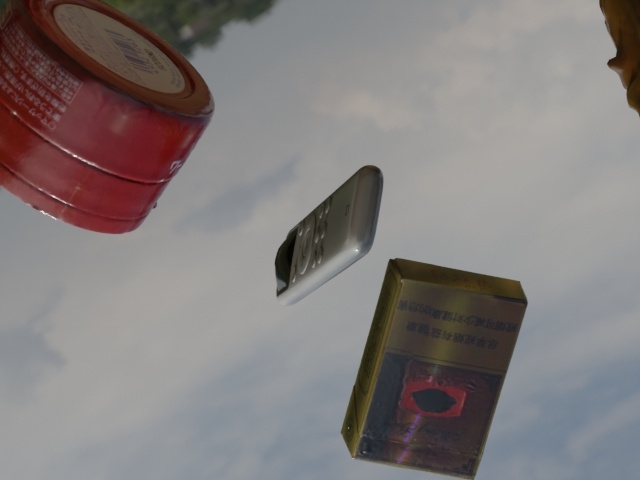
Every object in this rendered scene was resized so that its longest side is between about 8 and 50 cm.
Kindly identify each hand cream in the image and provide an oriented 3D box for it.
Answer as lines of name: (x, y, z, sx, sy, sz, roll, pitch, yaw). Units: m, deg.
hand cream: (-0.191, -0.108, 1.344, 0.125, 0.193, 0.193, -54, 180, 21)

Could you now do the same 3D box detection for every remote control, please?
remote control: (0.000, 0.000, 1.293, 0.261, 0.029, 0.067, 141, -40, -73)

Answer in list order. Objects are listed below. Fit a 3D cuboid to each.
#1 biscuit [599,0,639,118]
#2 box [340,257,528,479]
biscuit: (0.245, -0.073, 0.557, 0.318, 0.318, 0.040, -37, 162, -27)
box: (0.130, 0.149, 1.923, 0.071, 0.159, 0.240, -103, -154, -66)
